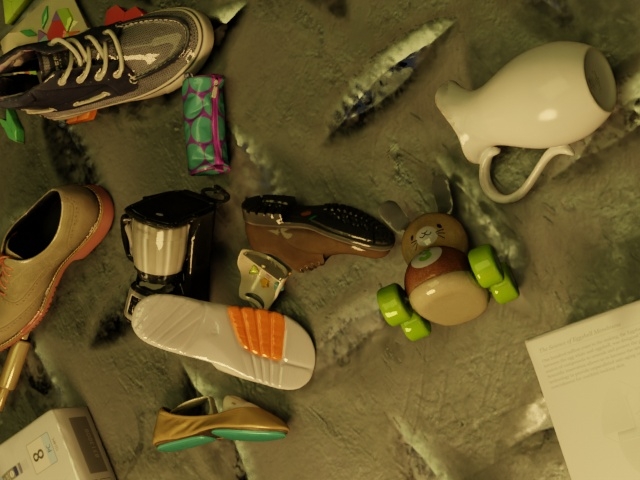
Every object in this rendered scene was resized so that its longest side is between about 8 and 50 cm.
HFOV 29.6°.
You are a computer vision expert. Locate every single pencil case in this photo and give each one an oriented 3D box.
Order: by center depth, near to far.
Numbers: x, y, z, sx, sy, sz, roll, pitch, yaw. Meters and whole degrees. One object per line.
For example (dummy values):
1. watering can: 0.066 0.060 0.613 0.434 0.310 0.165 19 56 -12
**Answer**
1. pencil case: -0.168 -0.171 1.785 0.070 0.064 0.152 -12 81 54

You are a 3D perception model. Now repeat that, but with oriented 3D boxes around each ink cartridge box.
1. ink cartridge box: -0.466 0.484 1.910 0.385 0.091 0.308 -34 71 23

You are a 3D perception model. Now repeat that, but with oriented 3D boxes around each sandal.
1. sandal: -0.135 0.135 1.717 0.265 0.076 0.102 18 81 -5

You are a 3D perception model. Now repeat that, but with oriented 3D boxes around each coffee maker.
1. coffee maker: -0.203 0.028 1.760 0.120 0.171 0.178 37 128 48

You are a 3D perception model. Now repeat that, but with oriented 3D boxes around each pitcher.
1. pitcher: 0.267 -0.146 1.512 0.207 0.125 0.178 -16 100 39

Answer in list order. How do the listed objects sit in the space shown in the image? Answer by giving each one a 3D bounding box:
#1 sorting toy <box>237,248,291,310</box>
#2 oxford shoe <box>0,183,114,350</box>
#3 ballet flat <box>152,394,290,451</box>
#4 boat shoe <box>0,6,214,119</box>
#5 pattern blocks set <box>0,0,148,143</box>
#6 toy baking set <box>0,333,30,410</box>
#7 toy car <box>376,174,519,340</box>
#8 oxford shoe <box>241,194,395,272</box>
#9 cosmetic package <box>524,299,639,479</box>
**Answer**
1. sorting toy: -0.085 0.063 1.741 0.083 0.045 0.075 35 112 26
2. oxford shoe: -0.478 0.040 1.905 0.123 0.130 0.348 44 103 24
3. ballet flat: -0.148 0.257 1.748 0.232 0.080 0.073 -11 67 28
4. boat shoe: -0.334 -0.263 1.814 0.340 0.158 0.127 -20 83 25
5. pattern blocks set: -0.438 -0.312 1.973 0.285 0.026 0.325 48 110 23
6. toy baking set: -0.566 0.197 2.021 0.196 0.030 0.256 14 88 36
7. toy car: 0.145 0.009 1.561 0.155 0.149 0.188 -24 63 15
8. oxford shoe: 0.000 0.000 1.684 0.227 0.083 0.096 11 118 27
9. cosmetic package: 0.390 0.184 1.399 0.224 0.138 0.225 -22 78 28
